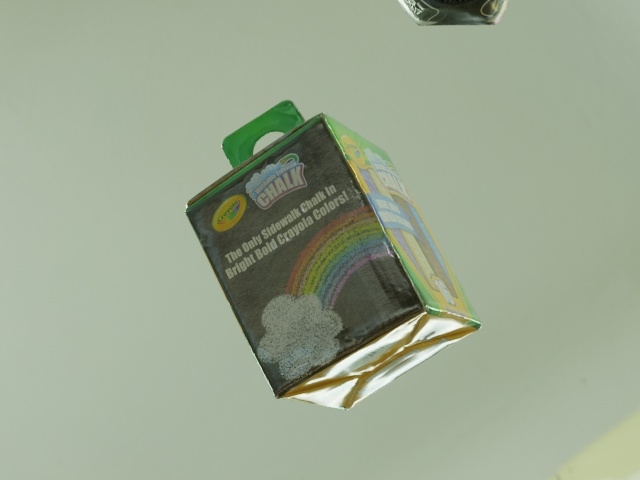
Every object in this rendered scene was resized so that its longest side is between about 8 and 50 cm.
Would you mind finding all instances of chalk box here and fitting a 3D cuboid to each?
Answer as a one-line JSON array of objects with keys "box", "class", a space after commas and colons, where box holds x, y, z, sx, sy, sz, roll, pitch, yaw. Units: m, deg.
[{"box": [0.000, 0.000, 1.075, 0.132, 0.213, 0.132, -32, -21, 16], "class": "chalk box"}]

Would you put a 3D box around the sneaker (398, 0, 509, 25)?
[{"box": [0.063, -0.201, 0.792, 0.072, 0.178, 0.077, -9, -24, 6], "class": "sneaker"}]
